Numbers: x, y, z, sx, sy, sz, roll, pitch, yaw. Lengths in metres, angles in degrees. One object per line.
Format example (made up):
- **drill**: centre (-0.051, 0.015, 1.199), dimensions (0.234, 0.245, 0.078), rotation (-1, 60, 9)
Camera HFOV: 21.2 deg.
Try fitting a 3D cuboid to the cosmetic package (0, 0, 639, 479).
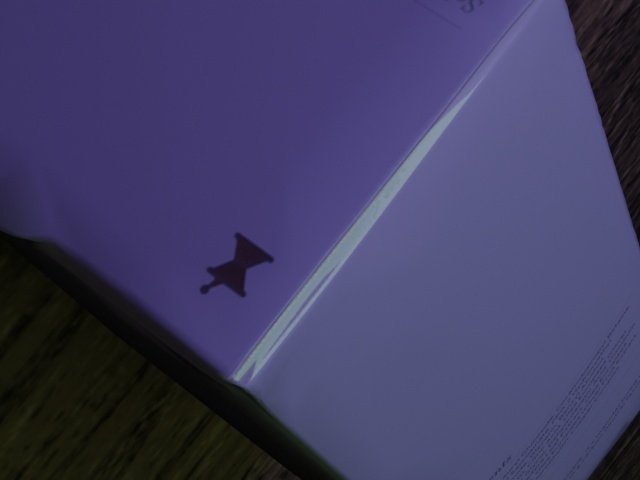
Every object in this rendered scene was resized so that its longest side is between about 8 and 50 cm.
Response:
- **cosmetic package**: centre (0.000, 0.000, 0.648), dimensions (0.155, 0.197, 0.365), rotation (-51, 155, -8)
